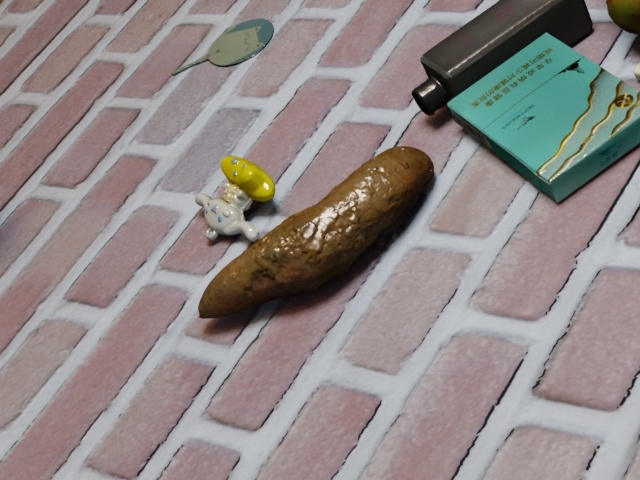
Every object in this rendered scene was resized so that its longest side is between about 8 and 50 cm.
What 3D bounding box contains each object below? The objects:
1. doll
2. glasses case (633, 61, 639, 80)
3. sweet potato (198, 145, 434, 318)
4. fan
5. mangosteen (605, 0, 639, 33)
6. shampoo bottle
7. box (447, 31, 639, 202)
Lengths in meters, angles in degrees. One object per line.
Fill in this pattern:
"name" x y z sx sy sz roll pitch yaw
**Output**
"doll" -0.115 -0.050 1.830 0.135 0.071 0.113 0 64 42
"glasses case" 0.409 -0.198 1.669 0.032 0.021 0.083 -44 39 -19
"sweet potato" 0.002 -0.001 1.664 0.341 0.092 0.114 -35 12 -7
"fan" -0.152 -0.294 2.176 0.175 0.005 0.113 -23 37 10
"mangosteen" 0.441 -0.360 1.676 0.275 0.275 0.302 -8 76 27
"shampoo bottle" 0.225 -0.244 1.799 0.246 0.079 0.080 -36 37 -7
"box" 0.277 -0.151 1.682 0.162 0.041 0.229 -36 40 -7
